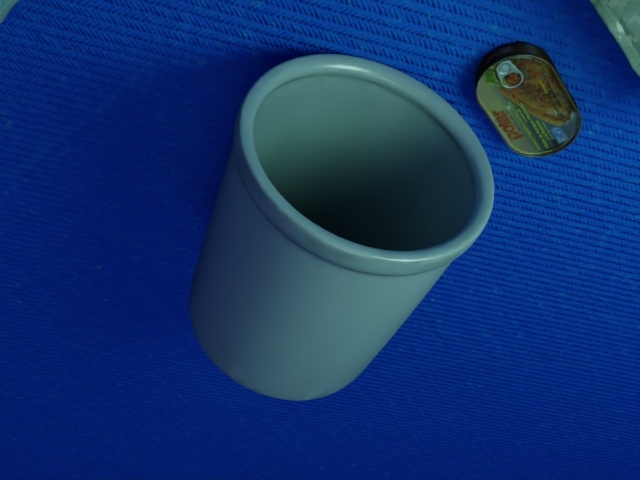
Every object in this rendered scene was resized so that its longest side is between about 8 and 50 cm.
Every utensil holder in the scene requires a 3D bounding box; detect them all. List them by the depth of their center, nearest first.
[{"bbox_3d":[0.000,0.000,1.070,0.327,0.328,0.385,13,140,-13],"label":"utensil holder"}]

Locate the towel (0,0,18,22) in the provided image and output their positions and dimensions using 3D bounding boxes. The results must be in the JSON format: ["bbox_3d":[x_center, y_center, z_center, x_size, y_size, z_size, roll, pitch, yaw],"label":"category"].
[{"bbox_3d":[-0.420,-0.369,0.749,0.320,0.090,0.374,-32,149,33],"label":"towel"}]

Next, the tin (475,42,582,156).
[{"bbox_3d":[0.280,-0.187,1.058,0.106,0.040,0.189,-26,132,23],"label":"tin"}]

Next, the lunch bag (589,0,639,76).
[{"bbox_3d":[0.452,-0.264,0.862,0.235,0.169,0.287,-28,136,30],"label":"lunch bag"}]
